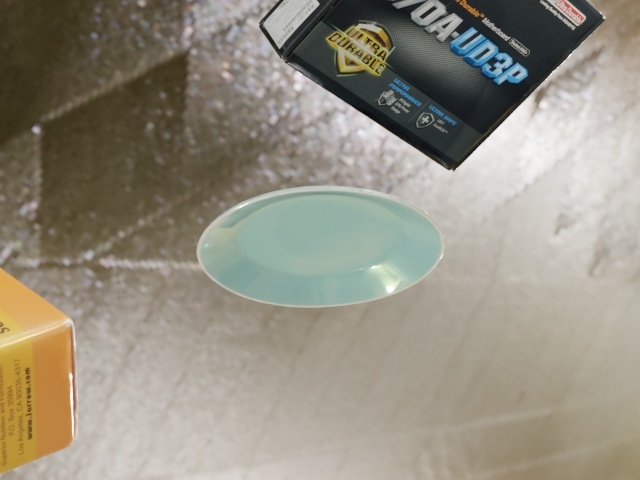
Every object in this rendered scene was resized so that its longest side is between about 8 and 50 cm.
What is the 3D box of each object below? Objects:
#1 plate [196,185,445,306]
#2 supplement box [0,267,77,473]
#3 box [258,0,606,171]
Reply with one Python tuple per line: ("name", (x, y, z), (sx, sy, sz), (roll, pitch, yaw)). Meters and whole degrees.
("plate", (0.000, 0.000, 1.195), (0.188, 0.188, 0.024), (66, 19, -60))
("supplement box", (-0.231, 0.086, 0.733), (0.233, 0.078, 0.080), (-21, 126, -37))
("box", (0.087, -0.165, 1.180), (0.175, 0.051, 0.220), (-45, 136, 15))
